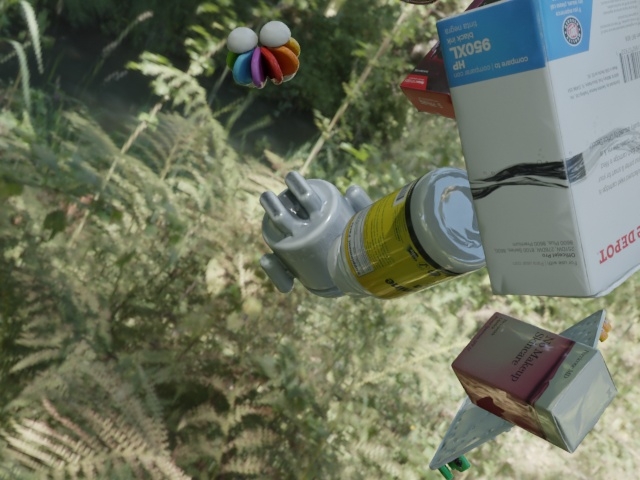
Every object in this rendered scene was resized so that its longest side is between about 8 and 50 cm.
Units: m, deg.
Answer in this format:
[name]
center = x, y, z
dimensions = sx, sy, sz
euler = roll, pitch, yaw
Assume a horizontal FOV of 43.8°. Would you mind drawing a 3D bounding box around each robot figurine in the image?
[robot figurine]
center = 0.000, 0.000, 1.822
dimensions = 0.353, 0.300, 0.199
euler = 50, 6, -43

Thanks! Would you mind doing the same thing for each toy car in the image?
[toy car]
center = -0.138, -0.427, 1.918
dimensions = 0.182, 0.159, 0.136
euler = -9, 53, 5

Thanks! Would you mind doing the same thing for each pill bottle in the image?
[pill bottle]
center = 0.157, 0.005, 1.468
dimensions = 0.188, 0.334, 0.187
euler = 11, 69, -29

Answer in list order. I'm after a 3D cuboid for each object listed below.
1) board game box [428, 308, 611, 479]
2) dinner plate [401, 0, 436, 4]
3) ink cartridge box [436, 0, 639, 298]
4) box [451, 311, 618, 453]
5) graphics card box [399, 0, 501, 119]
[board game box]
center = 0.443, 0.329, 1.717
dimensions = 0.050, 0.390, 0.390
euler = 51, 29, 2
[dinner plate]
center = 0.213, -0.593, 1.861
dimensions = 0.141, 0.017, 0.141
euler = 14, -9, 2
[ink cartridge box]
center = 0.343, -0.146, 1.121
dimensions = 0.286, 0.394, 0.166
euler = -22, 13, -41
[box]
center = 0.377, 0.246, 1.419
dimensions = 0.232, 0.148, 0.126
euler = 19, -31, 51
[graphics card box]
center = 0.366, -0.437, 1.767
dimensions = 0.094, 0.371, 0.233
euler = 44, -4, -26
